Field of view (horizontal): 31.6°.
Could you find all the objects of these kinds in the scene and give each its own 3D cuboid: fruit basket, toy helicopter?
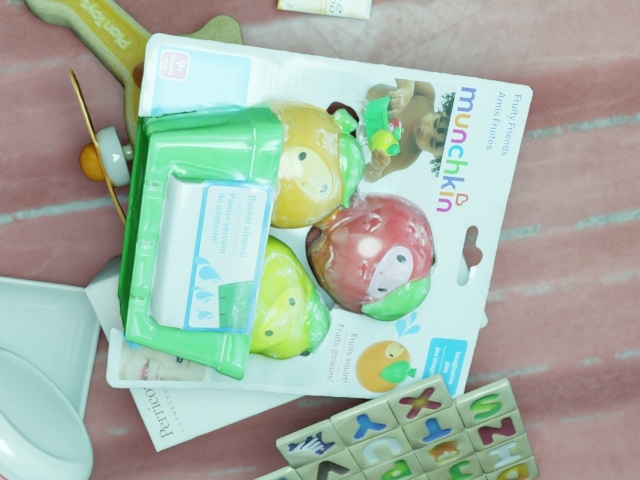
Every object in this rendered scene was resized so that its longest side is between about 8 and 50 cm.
[{"bbox_3d":[0.000,0.000,1.019,0.353,0.165,0.327,8,108,-10],"label":"fruit basket"},{"bbox_3d":[-0.186,-0.159,1.157,0.355,0.140,0.235,44,81,7],"label":"toy helicopter"}]

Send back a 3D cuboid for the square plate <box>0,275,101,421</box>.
[{"bbox_3d":[-0.433,0.189,1.272,0.344,0.049,0.347,10,101,-2],"label":"square plate"}]

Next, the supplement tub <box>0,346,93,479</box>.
[{"bbox_3d":[-0.388,0.256,1.163,0.272,0.191,0.191,-42,99,8],"label":"supplement tub"}]

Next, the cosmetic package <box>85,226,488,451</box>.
[{"bbox_3d":[-0.034,0.053,1.193,0.365,0.155,0.197,-23,100,3],"label":"cosmetic package"}]

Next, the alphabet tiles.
[{"bbox_3d":[0.084,0.254,1.196,0.285,0.011,0.342,-23,141,3],"label":"alphabet tiles"}]

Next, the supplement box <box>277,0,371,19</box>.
[{"bbox_3d":[0.006,-0.268,1.187,0.098,0.036,0.062,6,102,-2],"label":"supplement box"}]
